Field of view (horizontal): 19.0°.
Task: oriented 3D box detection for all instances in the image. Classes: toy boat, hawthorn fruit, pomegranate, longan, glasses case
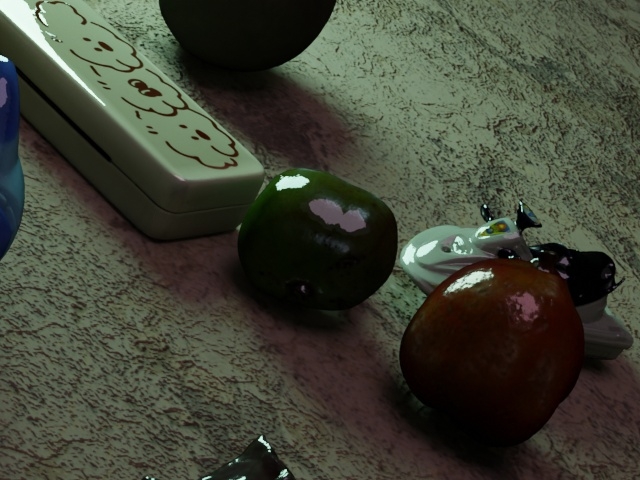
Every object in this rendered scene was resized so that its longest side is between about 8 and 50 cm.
[{"bbox_3d":[0.213,0.040,1.985,0.269,0.141,0.141,26,23,-37],"label":"toy boat"},{"bbox_3d":[0.170,0.092,1.785,0.169,0.188,0.169,29,5,-3],"label":"hawthorn fruit"},{"bbox_3d":[0.000,0.000,1.872,0.152,0.131,0.191,23,4,1],"label":"pomegranate"},{"bbox_3d":[-0.086,-0.288,2.208,0.196,0.196,0.220,37,26,17],"label":"longan"},{"bbox_3d":[-0.212,-0.133,1.939,0.336,0.076,0.144,42,30,26],"label":"glasses case"}]

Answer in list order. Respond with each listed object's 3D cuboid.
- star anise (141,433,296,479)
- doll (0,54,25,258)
[{"bbox_3d":[-0.063,0.257,1.269,0.214,0.220,0.099,-16,6,-34],"label":"star anise"},{"bbox_3d":[-0.366,-0.060,1.548,0.365,0.187,0.376,-20,72,-47],"label":"doll"}]
